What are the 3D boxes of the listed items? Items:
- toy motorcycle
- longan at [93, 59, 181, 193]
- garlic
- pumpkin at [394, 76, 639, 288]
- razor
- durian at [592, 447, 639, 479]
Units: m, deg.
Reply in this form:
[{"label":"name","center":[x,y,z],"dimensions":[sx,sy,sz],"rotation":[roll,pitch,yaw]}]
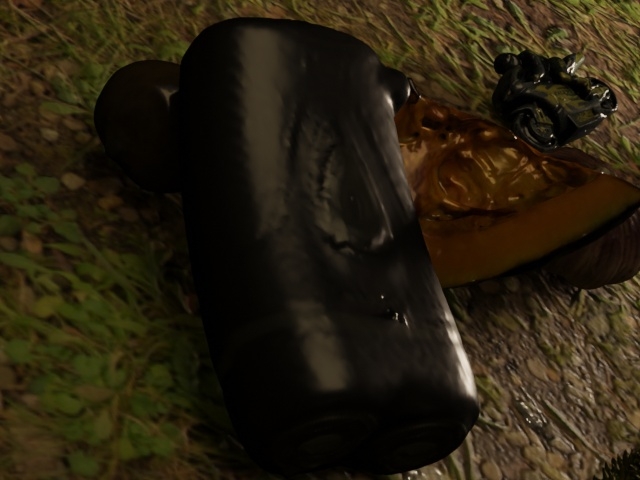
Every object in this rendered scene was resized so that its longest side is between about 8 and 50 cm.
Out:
[{"label":"toy motorcycle","center":[0.241,-0.158,1.596],"dimensions":[0.124,0.061,0.193],"rotation":[49,44,10]},{"label":"longan","center":[-0.129,-0.089,1.171],"dimensions":[0.113,0.092,0.113],"rotation":[16,59,-28]},{"label":"garlic","center":[0.237,-0.025,1.387],"dimensions":[0.159,0.102,0.147],"rotation":[32,34,-2]},{"label":"pumpkin","center":[0.105,-0.026,1.278],"dimensions":[0.312,0.169,0.148],"rotation":[25,-5,13]},{"label":"razor","center":[-0.001,0.002,1.093],"dimensions":[0.204,0.113,0.349],"rotation":[10,56,-35]},{"label":"durian","center":[0.256,0.233,1.103],"dimensions":[0.100,0.086,0.215],"rotation":[30,36,-35]}]
